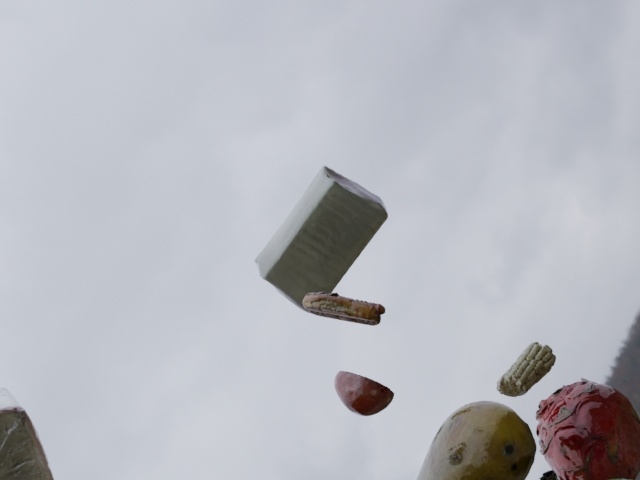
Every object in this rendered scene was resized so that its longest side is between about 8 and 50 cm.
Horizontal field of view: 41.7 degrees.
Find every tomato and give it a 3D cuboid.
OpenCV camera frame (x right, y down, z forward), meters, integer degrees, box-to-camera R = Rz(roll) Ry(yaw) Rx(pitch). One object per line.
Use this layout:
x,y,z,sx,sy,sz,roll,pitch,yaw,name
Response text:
0.101,0.401,2.158,0.091,0.159,0.139,-63,-36,-17,tomato

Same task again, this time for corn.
0.517,0.328,2.095,0.211,0.087,0.087,-34,-43,-47,corn

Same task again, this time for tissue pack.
-0.566,0.377,1.494,0.124,0.271,0.201,-24,-81,-25,tissue pack

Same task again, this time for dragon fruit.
0.598,0.435,1.864,0.241,0.241,0.252,64,-158,-54,dragon fruit

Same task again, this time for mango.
0.270,0.425,1.581,0.176,0.175,0.329,-24,-22,-51,mango

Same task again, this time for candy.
0.002,0.002,2.219,0.208,0.145,0.358,32,-76,-19,candy

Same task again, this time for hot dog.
0.039,0.112,1.406,0.062,0.144,0.038,54,-132,-61,hot dog

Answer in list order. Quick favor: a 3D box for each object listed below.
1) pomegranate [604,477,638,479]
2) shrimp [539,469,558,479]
0.565,0.517,1.433,0.231,0.286,0.231,-5,-90,-68,pomegranate
0.610,0.538,2.043,0.219,0.152,0.046,-5,-63,-20,shrimp
